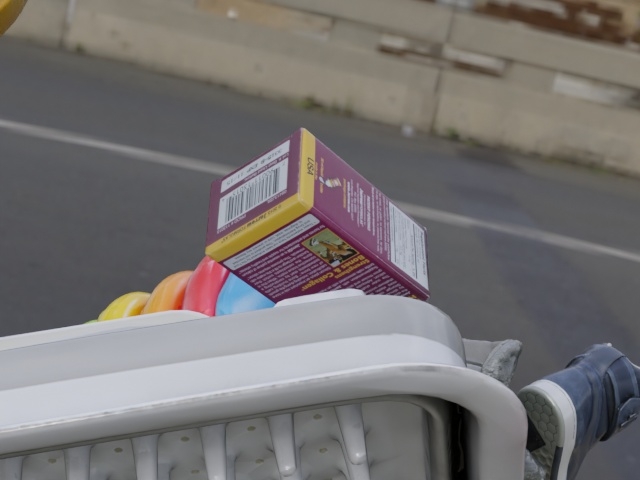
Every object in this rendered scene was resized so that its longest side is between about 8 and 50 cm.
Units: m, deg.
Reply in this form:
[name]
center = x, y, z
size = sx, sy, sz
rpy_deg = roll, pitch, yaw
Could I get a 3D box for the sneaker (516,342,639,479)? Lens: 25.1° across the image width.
[sneaker]
center = 0.253, 0.203, 1.435
size = 0.086, 0.226, 0.163
rpy_deg = 36, 45, 29

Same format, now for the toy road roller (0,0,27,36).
[toy road roller]
center = -0.351, -0.243, 0.995
size = 0.329, 0.240, 0.202
rpy_deg = 32, 61, 3

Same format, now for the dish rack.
[dish rack]
center = -0.064, 0.130, 0.584
size = 0.285, 0.333, 0.072
rpy_deg = -8, 53, 0

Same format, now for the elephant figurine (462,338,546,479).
[elephant figurine]
center = 0.123, 0.162, 1.270
size = 0.169, 0.186, 0.239
rpy_deg = 45, -19, -13

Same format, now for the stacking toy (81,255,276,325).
[stacking toy]
center = -0.124, 0.103, 0.883
size = 0.302, 0.166, 0.175
rpy_deg = -16, 22, 18

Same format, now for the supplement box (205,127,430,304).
[supplement box]
center = 0.000, 0.000, 0.603
size = 0.083, 0.055, 0.043
rpy_deg = 38, 37, -34
